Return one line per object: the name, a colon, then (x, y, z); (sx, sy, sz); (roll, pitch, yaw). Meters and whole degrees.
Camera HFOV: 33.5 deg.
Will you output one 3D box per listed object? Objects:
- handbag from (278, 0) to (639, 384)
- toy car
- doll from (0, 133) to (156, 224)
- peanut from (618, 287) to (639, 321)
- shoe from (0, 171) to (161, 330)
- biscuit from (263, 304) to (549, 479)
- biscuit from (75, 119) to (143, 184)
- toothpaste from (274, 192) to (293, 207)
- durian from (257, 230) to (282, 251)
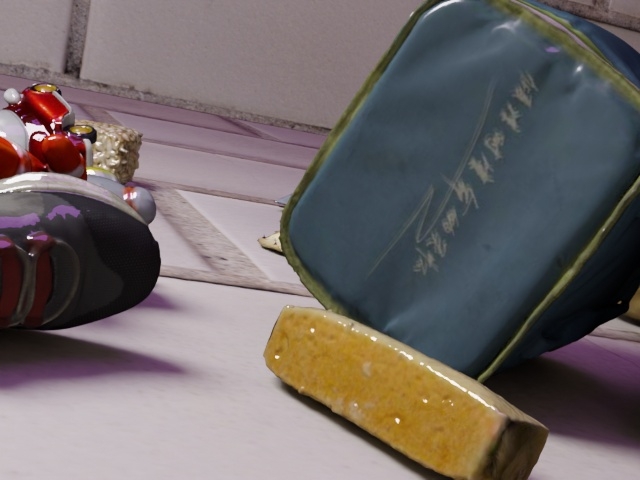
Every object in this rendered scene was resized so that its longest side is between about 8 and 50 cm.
handbag: (0.130, -0.035, 0.756); (0.222, 0.263, 0.241); (43, 18, 20)
toy car: (-0.295, -0.088, 1.061); (0.112, 0.112, 0.139); (-14, 34, -37)
doll: (-0.191, -0.021, 0.714); (0.142, 0.076, 0.245); (-19, -20, 22)
peanut: (0.366, 0.008, 1.042); (0.158, 0.174, 0.340); (26, -2, -29)
shoe: (-0.199, 0.018, 0.568); (0.228, 0.099, 0.112); (6, 17, -13)
biscuit: (0.041, 0.083, 0.588); (0.056, 0.052, 0.188); (26, -1, -40)
biscuit: (-0.297, -0.111, 1.261); (0.169, 0.070, 0.082); (11, 5, 9)
toothpaste: (-0.019, -0.055, 1.411); (0.045, 0.028, 0.170); (21, 12, 9)
durian: (0.000, 0.009, 1.061); (0.130, 0.052, 0.066); (14, 47, 29)
